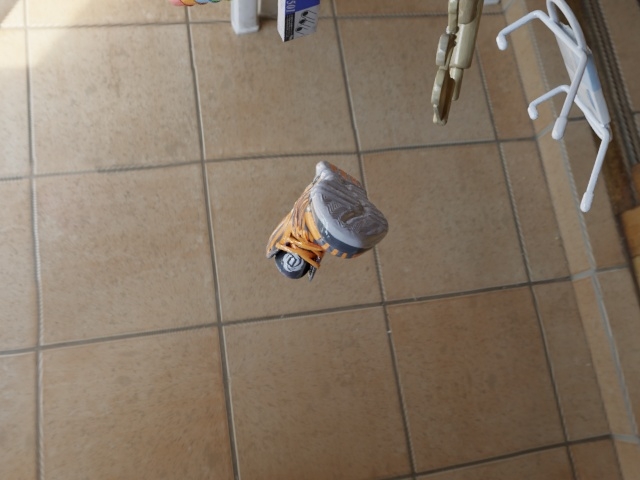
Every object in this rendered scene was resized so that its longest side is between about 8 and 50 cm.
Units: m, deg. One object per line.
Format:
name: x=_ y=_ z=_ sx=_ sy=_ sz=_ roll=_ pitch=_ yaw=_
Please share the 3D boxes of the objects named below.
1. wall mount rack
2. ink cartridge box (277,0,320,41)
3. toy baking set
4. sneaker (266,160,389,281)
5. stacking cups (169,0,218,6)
wall mount rack: x=0.437 y=-0.240 z=1.008 sx=0.130 sy=0.350 sz=0.304 roll=-29 pitch=45 yaw=19
ink cartridge box: x=-0.054 y=-0.583 z=1.408 sx=0.097 sy=0.207 sz=0.046 roll=-22 pitch=78 yaw=-10
toy baking set: x=0.158 y=-0.252 z=0.610 sx=0.030 sy=0.197 sz=0.256 roll=12 pitch=103 yaw=12
sneaker: x=0.000 y=0.000 z=0.863 sx=0.124 sy=0.321 sz=0.180 roll=32 pitch=105 yaw=-8
stacking cups: x=-0.304 y=-0.662 z=1.481 sx=0.096 sy=0.316 sz=0.096 roll=-13 pitch=108 yaw=-45
